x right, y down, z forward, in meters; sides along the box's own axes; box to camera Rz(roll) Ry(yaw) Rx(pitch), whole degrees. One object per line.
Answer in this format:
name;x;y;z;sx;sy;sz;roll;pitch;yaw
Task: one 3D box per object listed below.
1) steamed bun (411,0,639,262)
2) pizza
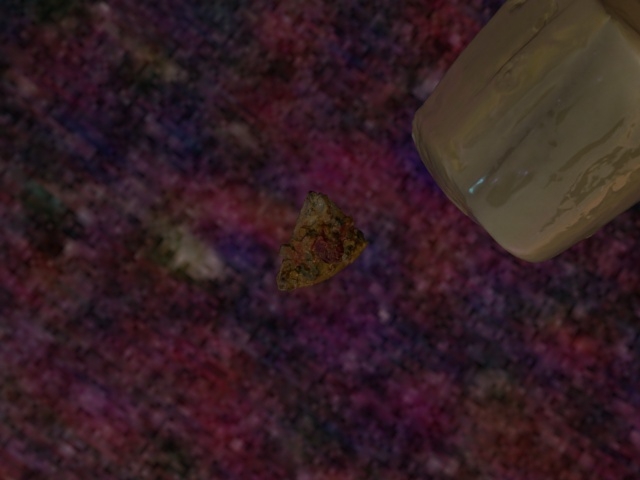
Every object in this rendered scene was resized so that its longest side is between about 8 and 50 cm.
steamed bun;0.186;-0.092;1.176;0.170;0.200;0.225;35;114;-25
pizza;0.000;0.001;1.168;0.025;0.083;0.078;38;149;45
